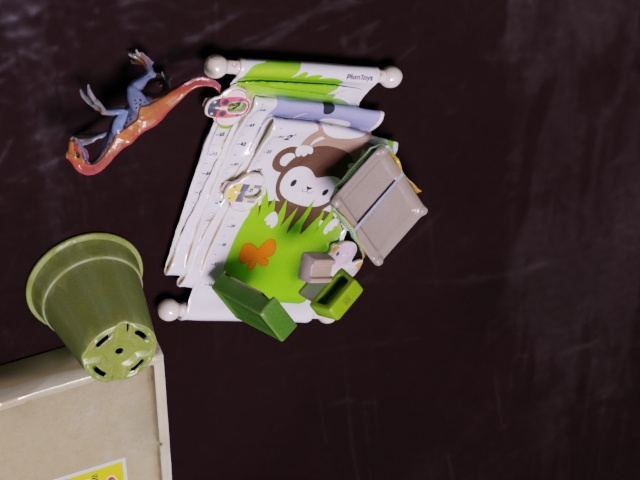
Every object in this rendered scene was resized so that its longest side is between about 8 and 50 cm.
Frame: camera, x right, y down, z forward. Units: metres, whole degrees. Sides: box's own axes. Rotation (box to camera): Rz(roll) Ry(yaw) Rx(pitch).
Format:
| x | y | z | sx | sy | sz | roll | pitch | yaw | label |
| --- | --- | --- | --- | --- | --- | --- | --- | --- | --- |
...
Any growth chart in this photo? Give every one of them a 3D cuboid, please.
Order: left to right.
| x | y | z | sx | sy | sz | roll | pitch | yaw | label |
| --- | --- | --- | --- | --- | --- | --- | --- | --- | --- |
| -0.025 | -0.030 | 1.165 | 0.172 | 0.021 | 0.237 | -5 | 129 | -28 | growth chart |

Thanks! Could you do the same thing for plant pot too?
| x | y | z | sx | sy | sz | roll | pitch | yaw | label |
| --- | --- | --- | --- | --- | --- | --- | --- | --- | --- |
| -0.145 | 0.050 | 1.121 | 0.083 | 0.079 | 0.083 | -16 | 132 | -18 | plant pot |

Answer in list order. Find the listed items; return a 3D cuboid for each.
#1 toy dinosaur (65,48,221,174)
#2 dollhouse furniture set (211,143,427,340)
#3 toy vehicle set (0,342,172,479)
| x | y | z | sx | sy | sz | roll | pitch | yaw | label |
| --- | --- | --- | --- | --- | --- | --- | --- | --- | --- |
| -0.119 | -0.075 | 1.035 | 0.047 | 0.090 | 0.082 | 57 | 45 | -56 | toy dinosaur |
| 0.000 | 0.000 | 1.174 | 0.151 | 0.058 | 0.076 | -49 | 131 | -13 | dollhouse furniture set |
| -0.193 | 0.191 | 1.244 | 0.166 | 0.035 | 0.267 | -15 | 133 | -19 | toy vehicle set |
